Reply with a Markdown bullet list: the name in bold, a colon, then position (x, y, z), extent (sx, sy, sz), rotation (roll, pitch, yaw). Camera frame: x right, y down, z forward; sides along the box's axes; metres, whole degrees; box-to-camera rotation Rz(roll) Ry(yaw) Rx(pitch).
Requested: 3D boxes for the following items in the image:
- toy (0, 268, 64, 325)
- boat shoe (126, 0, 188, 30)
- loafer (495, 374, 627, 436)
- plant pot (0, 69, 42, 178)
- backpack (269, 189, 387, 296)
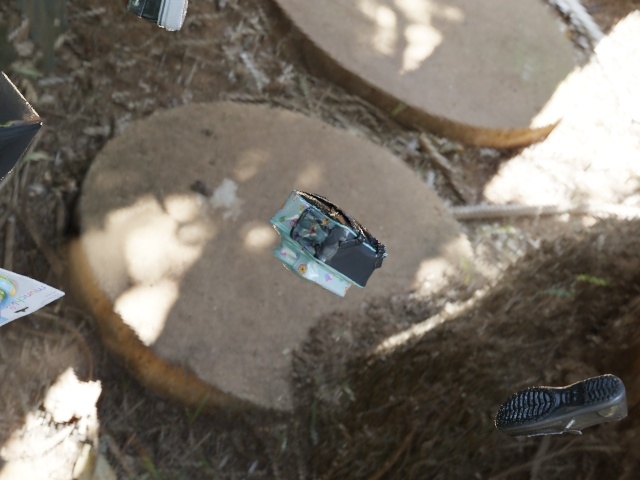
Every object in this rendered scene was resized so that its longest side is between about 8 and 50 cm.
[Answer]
- **toy**: position (-0.446, 0.075, 1.246), extent (0.237, 0.137, 0.056), rotation (34, 40, -50)
- **boat shoe**: position (-0.260, -0.501, 1.681), extent (0.119, 0.335, 0.121), rotation (11, 36, -9)
- **loafer**: position (0.378, 0.276, 1.593), extent (0.078, 0.220, 0.080), rotation (55, 37, -25)
- **plant pot**: position (-0.565, -0.182, 1.630), extent (0.188, 0.187, 0.167), rotation (49, 30, 9)
- **backpack**: position (0.000, 0.000, 1.792), extent (0.166, 0.144, 0.188), rotation (27, 16, -48)
